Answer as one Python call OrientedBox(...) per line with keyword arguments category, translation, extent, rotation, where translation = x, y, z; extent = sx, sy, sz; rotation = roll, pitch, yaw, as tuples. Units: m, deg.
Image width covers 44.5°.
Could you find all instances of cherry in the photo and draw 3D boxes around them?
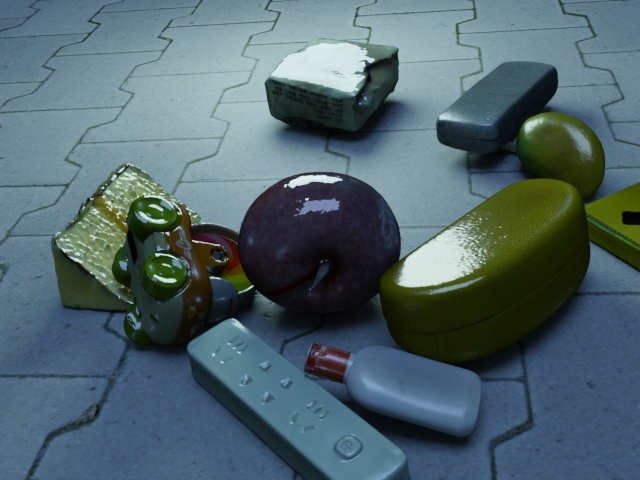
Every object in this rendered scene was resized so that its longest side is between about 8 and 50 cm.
OrientedBox(category="cherry", translation=(0.000, 0.000, 1.158), extent=(0.236, 0.213, 0.285), rotation=(19, 23, -4))

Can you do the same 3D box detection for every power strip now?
OrientedBox(category="power strip", translation=(-0.033, 0.218, 0.982), extent=(0.091, 0.062, 0.385), rotation=(-31, 41, -28))

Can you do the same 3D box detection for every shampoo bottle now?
OrientedBox(category="shampoo bottle", translation=(0.089, 0.177, 0.985), extent=(0.220, 0.051, 0.108), rotation=(16, 34, 7))

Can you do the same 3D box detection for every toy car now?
OrientedBox(category="toy car", translation=(-0.189, 0.047, 1.194), extent=(0.235, 0.145, 0.235), rotation=(16, 42, -15))

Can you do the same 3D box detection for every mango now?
OrientedBox(category="mango", translation=(0.435, -0.159, 1.401), extent=(0.191, 0.085, 0.122), rotation=(39, 96, 37))

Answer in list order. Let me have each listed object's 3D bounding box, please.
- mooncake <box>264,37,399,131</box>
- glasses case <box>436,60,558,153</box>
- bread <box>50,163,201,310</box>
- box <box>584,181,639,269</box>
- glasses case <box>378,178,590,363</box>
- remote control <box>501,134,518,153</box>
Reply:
OrientedBox(category="mooncake", translation=(0.031, -0.339, 1.708), extent=(0.254, 0.136, 0.250), rotation=(16, 42, 22))
OrientedBox(category="glasses case", translation=(0.358, -0.272, 1.558), extent=(0.131, 0.074, 0.323), rotation=(17, 41, 33))
OrientedBox(category="bread", translation=(-0.343, -0.002, 1.323), extent=(0.141, 0.178, 0.266), rotation=(-26, 21, 31))
OrientedBox(category="box", translation=(0.568, -0.049, 1.278), extent=(0.279, 0.041, 0.153), rotation=(-22, 38, -20))
OrientedBox(category="glasses case", translation=(0.256, 0.046, 1.111), extent=(0.371, 0.141, 0.173), rotation=(-32, 28, -32))
OrientedBox(category="remote control", translation=(0.410, -0.195, 1.526), extent=(0.190, 0.029, 0.087), rotation=(23, 45, 36))
